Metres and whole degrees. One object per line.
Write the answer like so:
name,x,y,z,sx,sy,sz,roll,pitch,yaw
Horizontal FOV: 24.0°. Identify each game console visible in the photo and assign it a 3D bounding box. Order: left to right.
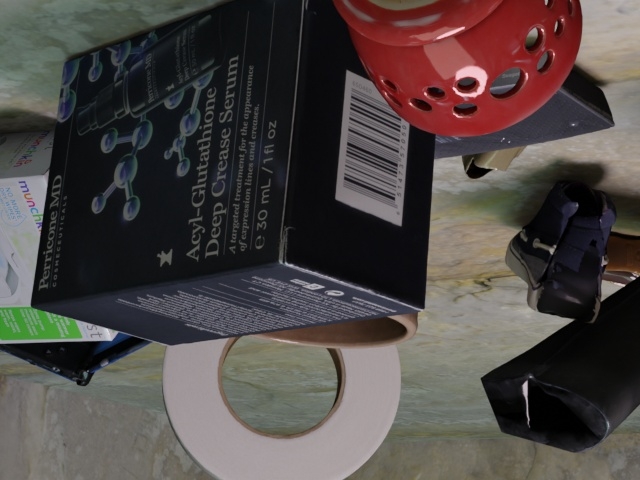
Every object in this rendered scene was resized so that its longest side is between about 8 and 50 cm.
game console,-0.309,0.044,2.150,0.250,0.293,0.173,23,130,-1

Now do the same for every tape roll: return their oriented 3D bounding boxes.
tape roll,-0.063,0.222,2.441,0.392,0.392,0.072,6,164,-5

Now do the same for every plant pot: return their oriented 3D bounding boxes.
plant pot,0.000,0.000,1.914,0.263,0.229,0.263,4,165,1
plant pot,0.104,-0.205,1.245,0.191,0.191,0.174,-3,156,25

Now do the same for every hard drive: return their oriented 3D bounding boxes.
hard drive,0.176,-0.148,1.663,0.254,0.054,0.172,-8,160,38

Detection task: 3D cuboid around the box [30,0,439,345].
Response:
box,-0.092,-0.066,1.589,0.395,0.294,0.212,-12,157,43

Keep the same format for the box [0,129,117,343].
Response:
box,-0.385,-0.003,1.975,0.231,0.127,0.262,-2,124,23

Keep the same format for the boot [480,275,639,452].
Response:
boot,0.468,0.108,1.916,0.445,0.146,0.367,-27,-177,-33

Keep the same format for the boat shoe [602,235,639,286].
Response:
boat shoe,0.459,0.033,2.210,0.207,0.073,0.073,14,165,-8

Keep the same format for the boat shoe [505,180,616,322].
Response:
boat shoe,0.331,-0.010,2.017,0.127,0.158,0.340,12,-167,-4

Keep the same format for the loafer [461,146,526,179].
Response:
loafer,0.214,-0.109,1.798,0.056,0.050,0.148,9,164,-16
